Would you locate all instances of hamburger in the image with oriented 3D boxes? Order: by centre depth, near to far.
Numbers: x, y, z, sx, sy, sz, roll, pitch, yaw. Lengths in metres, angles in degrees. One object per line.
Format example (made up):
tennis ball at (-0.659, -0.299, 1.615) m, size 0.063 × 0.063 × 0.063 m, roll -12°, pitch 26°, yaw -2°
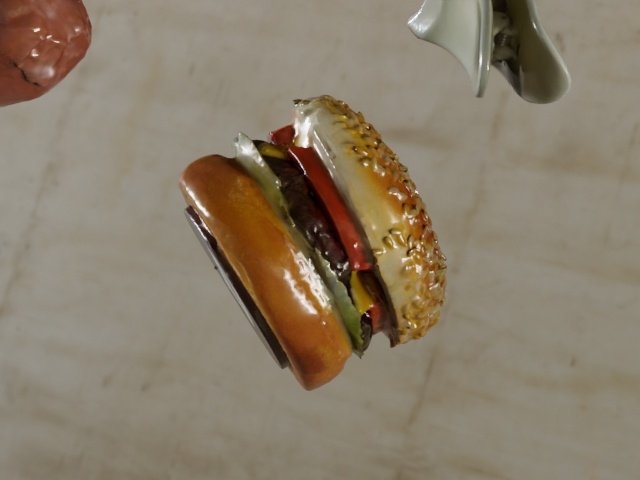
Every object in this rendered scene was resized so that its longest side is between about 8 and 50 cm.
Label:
hamburger at (0.000, 0.000, 1.645) m, size 0.330 × 0.250 × 0.330 m, roll 57°, pitch 174°, yaw 9°

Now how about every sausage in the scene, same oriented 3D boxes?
sausage at (-0.351, -0.205, 1.388) m, size 0.280 × 0.152 × 0.152 m, roll -7°, pitch 157°, yaw 43°

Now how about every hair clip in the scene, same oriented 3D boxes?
hair clip at (0.218, -0.279, 1.772) m, size 0.113 × 0.282 × 0.172 m, roll -11°, pitch 136°, yaw -15°
